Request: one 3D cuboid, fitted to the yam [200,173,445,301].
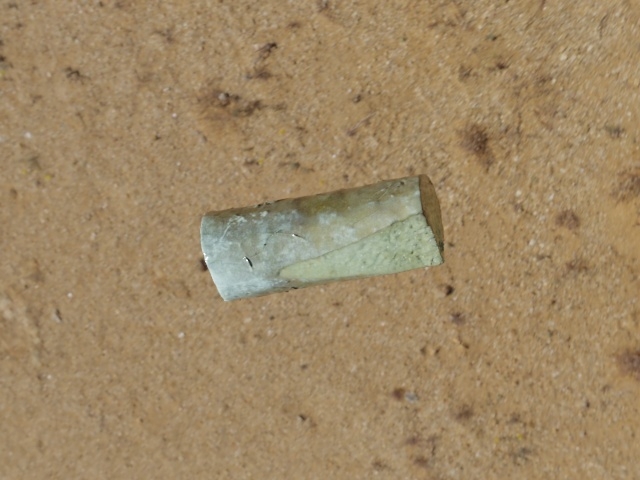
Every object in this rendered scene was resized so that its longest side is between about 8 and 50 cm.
[{"bbox_3d":[0.000,0.000,0.570,0.169,0.068,0.068,-9,110,16],"label":"yam"}]
